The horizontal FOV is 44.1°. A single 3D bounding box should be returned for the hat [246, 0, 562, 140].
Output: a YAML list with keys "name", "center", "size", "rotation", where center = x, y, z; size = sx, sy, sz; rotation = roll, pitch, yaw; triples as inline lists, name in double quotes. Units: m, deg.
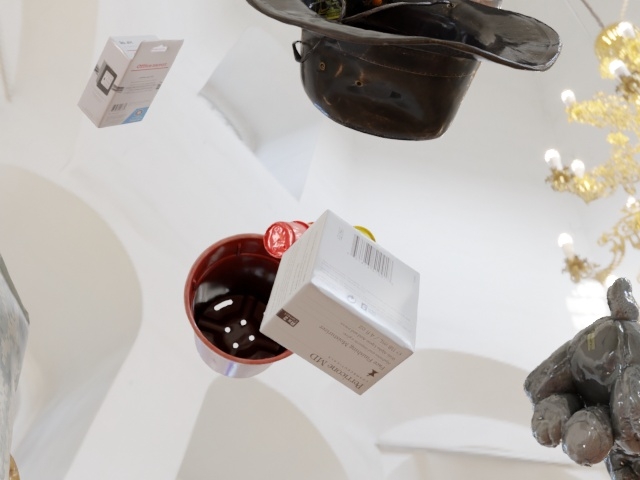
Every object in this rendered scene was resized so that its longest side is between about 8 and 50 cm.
- name: "hat"
  center: [0.069, -0.183, 0.819]
  size: [0.331, 0.331, 0.134]
  rotation: [12, -64, 1]

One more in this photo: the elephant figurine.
- name: "elephant figurine"
  center: [0.336, 0.200, 0.831]
  size: [0.239, 0.169, 0.186]
  rotation: [37, -66, -28]

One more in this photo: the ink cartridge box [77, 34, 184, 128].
- name: "ink cartridge box"
  center: [-0.307, -0.272, 1.280]
  size: [0.060, 0.104, 0.180]
  rotation: [47, -57, 13]

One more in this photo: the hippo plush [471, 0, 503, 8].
- name: "hippo plush"
  center: [0.288, -0.394, 1.109]
  size: [0.236, 0.294, 0.234]
  rotation: [7, -60, -10]

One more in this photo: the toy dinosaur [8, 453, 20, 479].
- name: "toy dinosaur"
  center: [-0.402, 0.278, 0.971]
  size: [0.112, 0.064, 0.211]
  rotation: [-15, -105, -13]

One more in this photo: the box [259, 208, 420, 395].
- name: "box"
  center: [0.033, 0.085, 1.116]
  size: [0.181, 0.182, 0.119]
  rotation: [34, -56, -14]

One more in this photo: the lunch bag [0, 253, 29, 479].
- name: "lunch bag"
  center: [-0.317, 0.049, 0.512]
  size: [0.169, 0.235, 0.287]
  rotation: [-12, -50, -5]

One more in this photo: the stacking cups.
- name: "stacking cups"
  center: [0.000, 0.000, 1.472]
  size: [0.096, 0.316, 0.096]
  rotation: [-4, -98, 28]

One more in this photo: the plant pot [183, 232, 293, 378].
- name: "plant pot"
  center: [-0.156, 0.160, 1.654]
  size: [0.272, 0.272, 0.265]
  rotation: [21, -26, -4]
